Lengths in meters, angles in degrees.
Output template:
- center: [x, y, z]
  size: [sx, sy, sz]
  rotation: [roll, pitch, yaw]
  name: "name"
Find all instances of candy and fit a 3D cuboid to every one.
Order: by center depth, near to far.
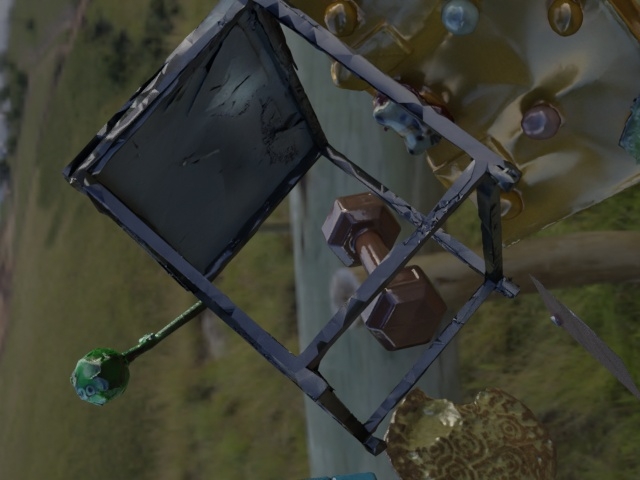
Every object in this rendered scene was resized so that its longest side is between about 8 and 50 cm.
- center: [-0.293, 0.174, 1.918]
  size: [0.097, 0.323, 0.097]
  rotation: [30, 139, 31]
  name: "candy"

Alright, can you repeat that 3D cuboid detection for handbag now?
- center: [0.179, -0.183, 1.139]
  size: [0.283, 0.401, 0.133]
  rotation: [-29, 26, 33]
  name: "handbag"

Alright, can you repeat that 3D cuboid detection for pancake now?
- center: [0.193, 0.273, 1.415]
  size: [0.029, 0.235, 0.212]
  rotation: [109, 166, -47]
  name: "pancake"

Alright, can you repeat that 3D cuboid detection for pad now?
- center: [0.325, 0.121, 1.358]
  size: [0.113, 0.006, 0.188]
  rotation: [54, 177, -41]
  name: "pad"

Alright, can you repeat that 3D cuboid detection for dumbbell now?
- center: [0.067, 0.028, 1.228]
  size: [0.231, 0.092, 0.082]
  rotation: [-115, 18, -57]
  name: "dumbbell"

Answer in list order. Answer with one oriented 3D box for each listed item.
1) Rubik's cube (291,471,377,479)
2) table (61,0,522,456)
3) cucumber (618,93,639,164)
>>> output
- center: [-0.025, 0.346, 1.021]
  size: [0.213, 0.265, 0.224]
  rotation: [-114, 19, -65]
  name: "Rubik's cube"
- center: [0.000, 0.000, 0.957]
  size: [0.272, 0.222, 0.335]
  rotation: [40, 174, 19]
  name: "table"
- center: [0.337, -0.145, 0.984]
  size: [0.078, 0.062, 0.211]
  rotation: [42, 148, 25]
  name: "cucumber"
